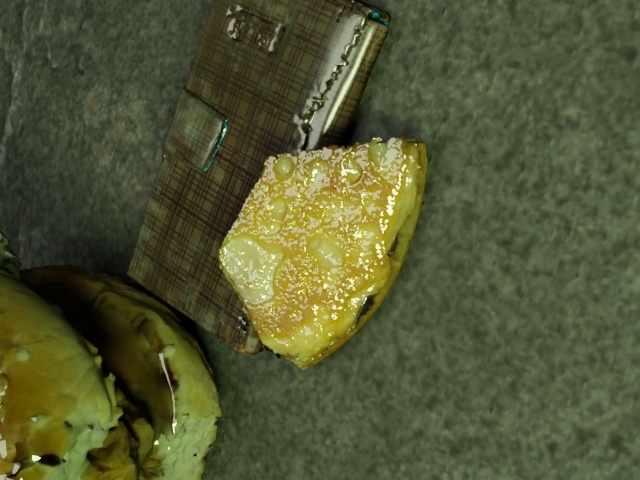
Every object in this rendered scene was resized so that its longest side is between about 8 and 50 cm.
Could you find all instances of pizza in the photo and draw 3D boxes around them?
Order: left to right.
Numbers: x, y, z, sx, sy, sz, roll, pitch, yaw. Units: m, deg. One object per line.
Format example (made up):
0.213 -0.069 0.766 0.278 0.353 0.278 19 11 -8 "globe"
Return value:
0.000 0.000 0.602 0.099 0.036 0.160 29 106 6 "pizza"

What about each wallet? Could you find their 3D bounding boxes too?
-0.045 -0.054 0.655 0.124 0.042 0.230 30 109 31 "wallet"

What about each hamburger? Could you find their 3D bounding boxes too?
-0.231 0.148 0.703 0.277 0.195 0.318 39 115 31 "hamburger"
